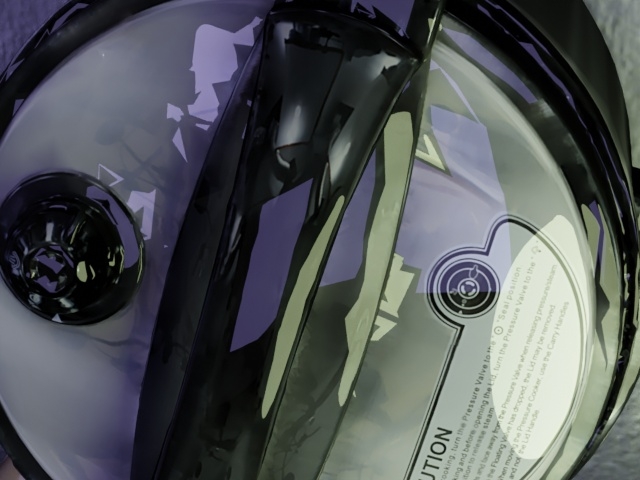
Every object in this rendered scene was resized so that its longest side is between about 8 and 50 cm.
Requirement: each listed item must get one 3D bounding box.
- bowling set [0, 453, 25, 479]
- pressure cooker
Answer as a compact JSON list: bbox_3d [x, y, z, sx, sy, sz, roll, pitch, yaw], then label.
[{"bbox_3d":[-0.157,0.183,1.152,0.287,0.200,0.154,42,111,41],"label":"bowling set"},{"bbox_3d":[-0.006,0.000,0.910,0.375,0.420,0.370,-23,101,16],"label":"pressure cooker"}]
